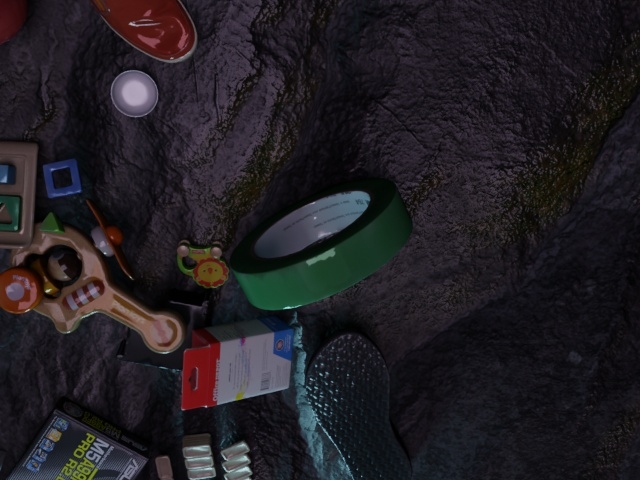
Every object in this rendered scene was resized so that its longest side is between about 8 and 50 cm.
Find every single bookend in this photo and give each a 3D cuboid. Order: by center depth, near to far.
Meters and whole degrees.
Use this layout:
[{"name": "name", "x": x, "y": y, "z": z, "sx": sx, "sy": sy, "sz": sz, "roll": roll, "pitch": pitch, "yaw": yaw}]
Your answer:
[{"name": "bookend", "x": -0.304, "y": 0.162, "z": 1.614, "sx": 0.157, "sy": 0.072, "sz": 0.156, "roll": 10, "pitch": 107, "yaw": -7}]

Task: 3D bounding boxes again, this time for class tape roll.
[{"name": "tape roll", "x": 0.000, "y": 0.000, "z": 1.451, "sx": 0.321, "sy": 0.321, "sz": 0.077, "roll": -25, "pitch": 109, "yaw": 4}]

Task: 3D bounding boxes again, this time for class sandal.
[{"name": "sandal", "x": 0.072, "y": 0.347, "z": 1.705, "sx": 0.168, "sy": 0.107, "sz": 0.445, "roll": -16, "pitch": 122, "yaw": 0}]

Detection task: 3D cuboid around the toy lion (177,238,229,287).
[{"name": "toy lion", "x": -0.226, "y": 0.047, "z": 1.605, "sx": 0.100, "sy": 0.034, "sz": 0.096, "roll": 3, "pitch": 116, "yaw": -5}]

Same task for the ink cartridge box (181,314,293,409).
[{"name": "ink cartridge box", "x": -0.172, "y": 0.233, "z": 1.596, "sx": 0.231, "sy": 0.078, "sz": 0.134, "roll": -6, "pitch": 112, "yaw": -32}]

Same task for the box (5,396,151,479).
[{"name": "box", "x": -0.511, "y": 0.483, "z": 1.710, "sx": 0.216, "sy": 0.060, "sz": 0.270, "roll": 34, "pitch": 103, "yaw": -12}]

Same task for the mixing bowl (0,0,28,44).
[{"name": "mixing bowl", "x": -0.555, "y": -0.385, "z": 1.371, "sx": 0.182, "sy": 0.181, "sz": 0.098, "roll": -21, "pitch": 141, "yaw": 3}]

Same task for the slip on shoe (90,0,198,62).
[{"name": "slip on shoe", "x": -0.341, "y": -0.427, "z": 1.393, "sx": 0.123, "sy": 0.101, "sz": 0.331, "roll": -41, "pitch": 109, "yaw": 8}]

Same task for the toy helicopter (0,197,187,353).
[{"name": "toy helicopter", "x": -0.396, "y": 0.081, "z": 1.529, "sx": 0.355, "sy": 0.140, "sz": 0.235, "roll": 31, "pitch": 92, "yaw": -3}]

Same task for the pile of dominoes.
[{"name": "pile of dominoes", "x": -0.237, "y": 0.522, "z": 1.775, "sx": 0.196, "sy": 0.040, "sz": 0.251, "roll": -6, "pitch": 117, "yaw": -3}]

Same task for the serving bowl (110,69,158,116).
[{"name": "serving bowl", "x": -0.331, "y": -0.265, "z": 1.488, "sx": 0.083, "sy": 0.027, "sz": 0.083, "roll": -2, "pitch": 110, "yaw": -4}]

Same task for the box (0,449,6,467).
[{"name": "box", "x": -0.703, "y": 0.470, "z": 1.672, "sx": 0.101, "sy": 0.102, "sz": 0.087, "roll": 22, "pitch": 104, "yaw": -12}]

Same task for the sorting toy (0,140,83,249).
[{"name": "sorting toy", "x": -0.599, "y": -0.085, "z": 1.468, "sx": 0.348, "sy": 0.047, "sz": 0.195, "roll": 3, "pitch": 84, "yaw": 3}]
